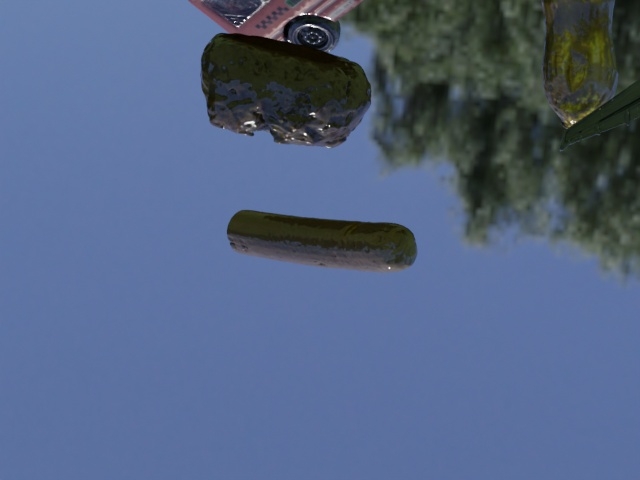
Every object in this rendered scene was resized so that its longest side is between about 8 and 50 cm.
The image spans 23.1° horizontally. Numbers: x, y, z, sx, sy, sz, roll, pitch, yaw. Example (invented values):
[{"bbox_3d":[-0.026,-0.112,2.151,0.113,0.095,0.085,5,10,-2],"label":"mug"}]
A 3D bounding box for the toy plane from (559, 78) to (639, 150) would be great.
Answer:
[{"bbox_3d":[0.305,-0.110,1.282,0.226,0.226,0.058,1,170,-4],"label":"toy plane"}]

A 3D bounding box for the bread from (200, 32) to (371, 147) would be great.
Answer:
[{"bbox_3d":[-0.050,-0.188,2.000,0.230,0.123,0.230,15,-167,-4],"label":"bread"}]

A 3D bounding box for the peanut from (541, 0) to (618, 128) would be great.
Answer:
[{"bbox_3d":[0.294,-0.229,1.779,0.087,0.206,0.087,-3,-167,1],"label":"peanut"}]

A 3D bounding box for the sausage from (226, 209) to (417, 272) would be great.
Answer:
[{"bbox_3d":[0.001,0.000,1.858,0.066,0.065,0.301,-19,-162,-37],"label":"sausage"}]

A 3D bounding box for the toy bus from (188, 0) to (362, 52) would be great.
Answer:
[{"bbox_3d":[0.013,-0.441,2.136,0.233,0.427,0.203,31,-133,-27],"label":"toy bus"}]
